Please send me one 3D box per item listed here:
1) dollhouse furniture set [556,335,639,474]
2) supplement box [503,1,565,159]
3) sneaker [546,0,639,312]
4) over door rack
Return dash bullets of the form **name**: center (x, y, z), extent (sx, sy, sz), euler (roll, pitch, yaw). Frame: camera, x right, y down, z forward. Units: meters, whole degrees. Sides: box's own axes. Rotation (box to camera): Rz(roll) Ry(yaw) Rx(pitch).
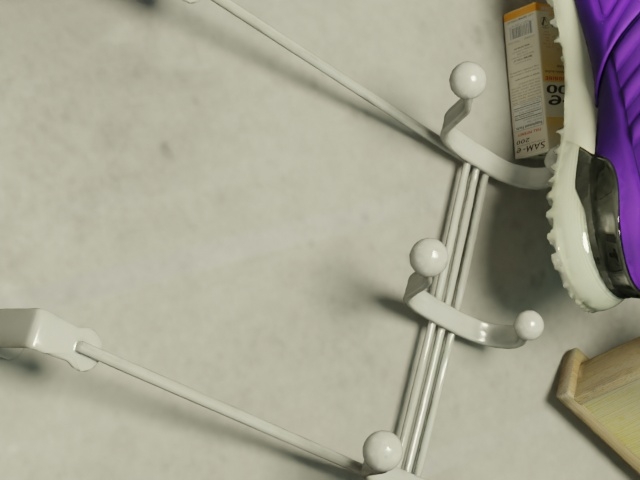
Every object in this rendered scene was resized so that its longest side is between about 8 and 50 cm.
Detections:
- **dollhouse furniture set**: center (0.268, 0.022, 1.059), extent (0.212, 0.161, 0.242), euler (43, 41, -20)
- **supplement box**: center (0.157, -0.102, 1.040), extent (0.062, 0.036, 0.098), euler (-1, 83, -33)
- **sneaker**: center (0.220, -0.104, 0.952), extent (0.102, 0.146, 0.293), euler (26, 60, -49)
- **over door rack**: center (0.000, 0.000, 0.883), extent (0.324, 0.108, 0.240), euler (24, 69, -27)
